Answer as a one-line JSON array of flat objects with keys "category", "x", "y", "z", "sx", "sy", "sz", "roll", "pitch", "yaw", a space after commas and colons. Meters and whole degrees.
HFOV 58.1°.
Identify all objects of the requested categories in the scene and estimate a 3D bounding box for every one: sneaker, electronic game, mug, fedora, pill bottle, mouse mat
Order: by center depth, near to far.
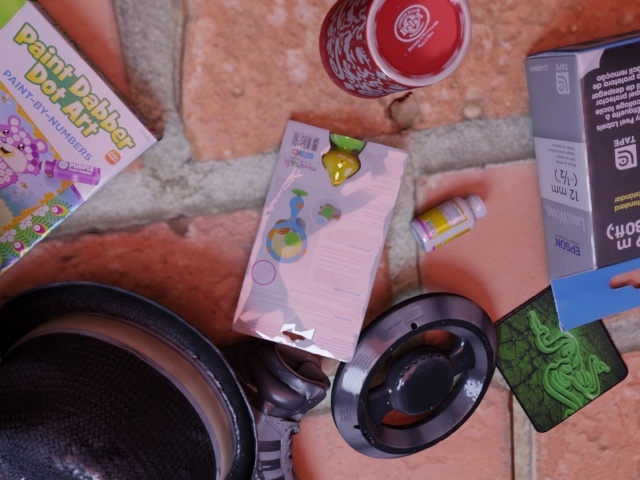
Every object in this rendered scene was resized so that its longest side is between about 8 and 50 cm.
[{"category": "mug", "x": 0.070, "y": -0.209, "z": 0.542, "sx": 0.113, "sy": 0.169, "sz": 0.150, "roll": 10, "pitch": 103, "yaw": -11}, {"category": "fedora", "x": -0.234, "y": 0.202, "z": 0.556, "sx": 0.334, "sy": 0.152, "sz": 0.334, "roll": 3, "pitch": 106, "yaw": 12}, {"category": "sneaker", "x": -0.043, "y": 0.223, "z": 0.670, "sx": 0.153, "sy": 0.101, "sz": 0.268, "roll": -29, "pitch": 105, "yaw": 1}, {"category": "pill bottle", "x": 0.149, "y": -0.023, "z": 0.670, "sx": 0.083, "sy": 0.043, "sz": 0.043, "roll": -27, "pitch": 107, "yaw": -2}, {"category": "electronic game", "x": 0.118, "y": 0.167, "z": 0.694, "sx": 0.229, "sy": 0.048, "sz": 0.229, "roll": -10, "pitch": 116, "yaw": -21}, {"category": "mouse mat", "x": 0.313, "y": 0.154, "z": 0.763, "sx": 0.153, "sy": 0.007, "sz": 0.189, "roll": -35, "pitch": 108, "yaw": 0}]

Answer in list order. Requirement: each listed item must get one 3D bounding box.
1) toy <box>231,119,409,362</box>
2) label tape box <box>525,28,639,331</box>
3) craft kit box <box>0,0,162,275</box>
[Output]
[{"category": "toy", "x": 0.000, "y": 0.000, "z": 0.641, "sx": 0.137, "sy": 0.056, "sz": 0.237, "roll": 16, "pitch": 95, "yaw": 1}, {"category": "label tape box", "x": 0.392, "y": -0.066, "z": 0.663, "sx": 0.249, "sy": 0.115, "sz": 0.347, "roll": -15, "pitch": 105, "yaw": -7}, {"category": "craft kit box", "x": -0.333, "y": -0.115, "z": 0.561, "sx": 0.247, "sy": 0.061, "sz": 0.250, "roll": -42, "pitch": 107, "yaw": 0}]
